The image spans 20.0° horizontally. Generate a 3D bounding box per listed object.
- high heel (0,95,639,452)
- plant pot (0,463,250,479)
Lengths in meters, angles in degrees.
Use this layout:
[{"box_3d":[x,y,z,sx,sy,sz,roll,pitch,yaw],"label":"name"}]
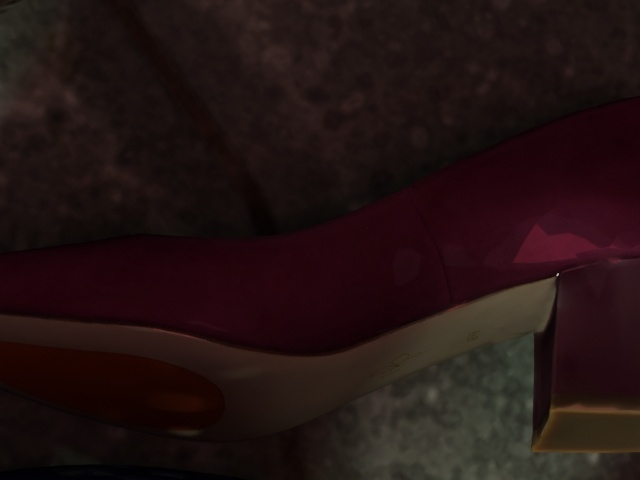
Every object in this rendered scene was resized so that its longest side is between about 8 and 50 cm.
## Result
[{"box_3d":[0.000,0.000,0.875,0.377,0.127,0.181,7,63,-11],"label":"high heel"},{"box_3d":[-0.129,0.208,0.772,0.212,0.236,0.236,17,90,-9],"label":"plant pot"}]
